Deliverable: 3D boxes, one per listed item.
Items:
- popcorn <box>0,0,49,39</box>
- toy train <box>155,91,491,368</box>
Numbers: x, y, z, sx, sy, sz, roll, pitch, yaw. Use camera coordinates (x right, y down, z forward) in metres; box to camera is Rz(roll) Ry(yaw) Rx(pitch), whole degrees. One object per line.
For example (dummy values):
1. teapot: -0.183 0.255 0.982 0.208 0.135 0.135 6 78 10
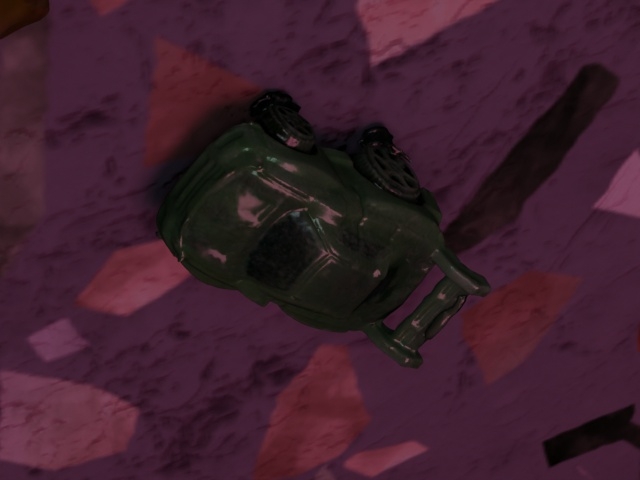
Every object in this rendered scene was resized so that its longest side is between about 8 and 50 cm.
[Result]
1. popcorn: -0.130 -0.169 0.509 0.206 0.251 0.237 -15 143 -27
2. toy train: 0.000 0.000 0.906 0.149 0.081 0.099 19 123 -44
